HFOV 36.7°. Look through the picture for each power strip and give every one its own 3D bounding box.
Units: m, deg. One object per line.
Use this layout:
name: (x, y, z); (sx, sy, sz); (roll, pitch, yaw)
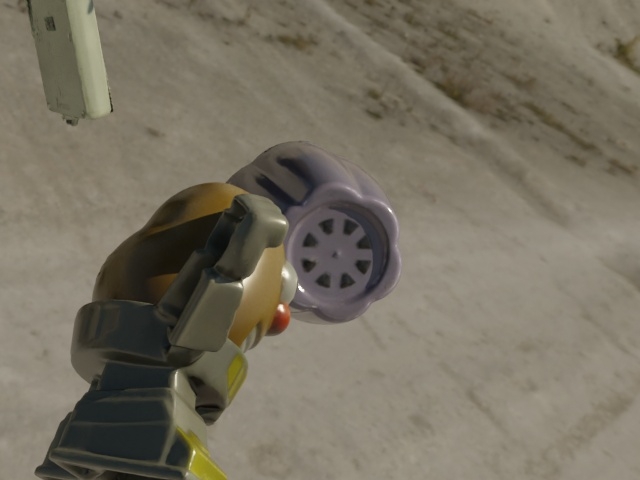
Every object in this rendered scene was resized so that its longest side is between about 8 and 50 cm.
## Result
power strip: (-0.256, -0.209, 0.958); (0.081, 0.192, 0.035); (16, 31, 42)

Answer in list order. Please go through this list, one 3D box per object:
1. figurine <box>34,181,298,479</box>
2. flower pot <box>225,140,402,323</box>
figurine: (-0.118, 0.079, 0.807); (0.167, 0.343, 0.284); (36, 53, -33)
flower pot: (0.000, 0.000, 1.332); (0.265, 0.265, 0.243); (20, 2, -18)
